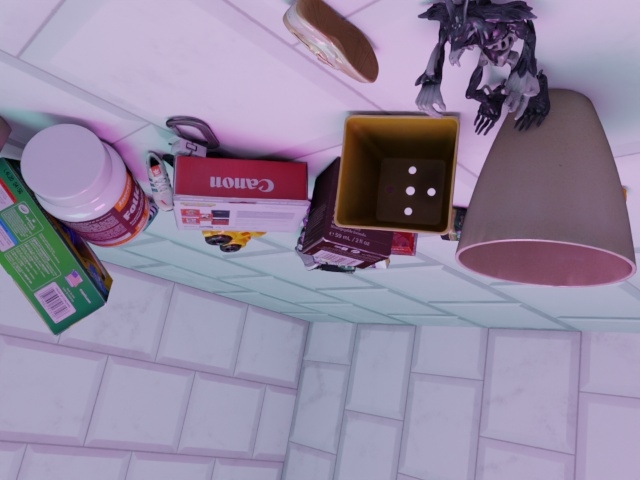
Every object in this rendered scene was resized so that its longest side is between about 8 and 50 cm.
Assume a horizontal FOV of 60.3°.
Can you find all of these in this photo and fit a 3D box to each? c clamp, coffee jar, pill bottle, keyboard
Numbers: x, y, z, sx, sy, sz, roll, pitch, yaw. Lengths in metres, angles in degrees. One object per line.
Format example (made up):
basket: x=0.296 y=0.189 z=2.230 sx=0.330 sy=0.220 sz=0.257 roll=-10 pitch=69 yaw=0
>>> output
c clamp: x=-0.301 y=-0.236 z=1.249 sx=0.137 sy=0.022 sz=0.160 roll=10 pitch=165 yaw=3
coffee jar: x=0.390 y=-0.037 z=1.401 sx=0.184 sy=0.079 sz=0.096 roll=4 pitch=166 yaw=19
pill bottle: x=-0.599 y=-0.132 z=1.438 sx=0.224 sy=0.224 sz=0.392 roll=11 pitch=165 yaw=-1
keyboard: x=-0.307 y=-0.192 z=1.412 sx=0.180 sy=0.023 sz=0.108 roll=3 pitch=163 yaw=27

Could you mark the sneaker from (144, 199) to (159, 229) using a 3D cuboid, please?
sneaker: x=-0.605 y=-0.103 z=1.860 sx=0.098 sy=0.083 sz=0.224 roll=36 pitch=154 yaw=-11

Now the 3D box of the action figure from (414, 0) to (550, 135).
action figure: x=0.221 y=-0.226 z=0.738 sx=0.164 sy=0.141 sz=0.276 roll=13 pitch=171 yaw=39

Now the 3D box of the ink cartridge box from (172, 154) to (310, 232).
ink cartridge box: x=-0.190 y=-0.114 z=1.317 sx=0.309 sy=0.130 sz=0.272 roll=2 pitch=166 yaw=-11

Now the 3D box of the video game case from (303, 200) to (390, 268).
video game case: x=0.070 y=-0.016 z=1.561 sx=0.232 sy=0.042 sz=0.210 roll=4 pitch=129 yaw=23

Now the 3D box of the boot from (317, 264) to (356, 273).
boot: x=0.044 y=0.063 z=1.988 sx=0.178 sy=0.085 sz=0.236 roll=6 pitch=164 yaw=-2

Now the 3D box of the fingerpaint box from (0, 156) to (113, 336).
fingerpaint box: x=-0.771 y=0.002 z=1.528 sx=0.445 sy=0.163 sz=0.371 roll=60 pitch=167 yaw=-14

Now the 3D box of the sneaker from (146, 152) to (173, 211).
sneaker: x=-0.412 y=-0.151 z=1.401 sx=0.057 sy=0.161 sz=0.075 roll=-19 pitch=159 yaw=-7

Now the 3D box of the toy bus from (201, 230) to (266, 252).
toy bus: x=-0.226 y=-0.064 z=1.634 sx=0.211 sy=0.149 sz=0.220 roll=-10 pitch=162 yaw=12

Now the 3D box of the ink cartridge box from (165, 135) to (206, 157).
ink cartridge box: x=-0.311 y=-0.209 z=1.266 sx=0.083 sy=0.028 sz=0.048 roll=17 pitch=160 yaw=-39

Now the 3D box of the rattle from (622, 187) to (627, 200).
rattle: x=0.622 y=-0.065 z=1.248 sx=0.200 sy=0.143 sz=0.130 roll=6 pitch=-154 yaw=-49

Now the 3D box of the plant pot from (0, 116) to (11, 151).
plant pot: x=-0.838 y=-0.272 z=1.337 sx=0.109 sy=0.109 sz=0.096 roll=13 pitch=151 yaw=-8

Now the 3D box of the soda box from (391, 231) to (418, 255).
soda box: x=0.151 y=-0.011 z=1.637 sx=0.263 sy=0.083 sz=0.092 roll=3 pitch=163 yaw=23

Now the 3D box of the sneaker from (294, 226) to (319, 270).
sneaker: x=0.000 y=0.000 z=1.787 sx=0.229 sy=0.086 sz=0.132 roll=-33 pitch=99 yaw=32

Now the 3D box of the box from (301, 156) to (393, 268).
box: x=0.071 y=-0.058 z=1.302 sx=0.168 sy=0.203 sz=0.167 roll=14 pitch=164 yaw=-15

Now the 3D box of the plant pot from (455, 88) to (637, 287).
plant pot: x=0.357 y=-0.088 z=0.878 sx=0.256 sy=0.274 sz=0.256 roll=9 pitch=164 yaw=3

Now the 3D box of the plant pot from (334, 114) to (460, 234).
plant pot: x=0.164 y=-0.114 z=1.080 sx=0.212 sy=0.212 sz=0.187 roll=5 pitch=176 yaw=19

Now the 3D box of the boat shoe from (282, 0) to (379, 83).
boat shoe: x=0.016 y=-0.287 z=0.805 sx=0.170 sy=0.063 sz=0.059 roll=34 pitch=156 yaw=-35
